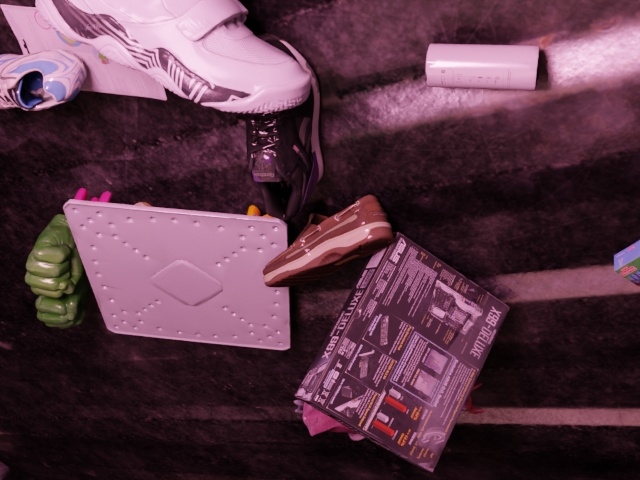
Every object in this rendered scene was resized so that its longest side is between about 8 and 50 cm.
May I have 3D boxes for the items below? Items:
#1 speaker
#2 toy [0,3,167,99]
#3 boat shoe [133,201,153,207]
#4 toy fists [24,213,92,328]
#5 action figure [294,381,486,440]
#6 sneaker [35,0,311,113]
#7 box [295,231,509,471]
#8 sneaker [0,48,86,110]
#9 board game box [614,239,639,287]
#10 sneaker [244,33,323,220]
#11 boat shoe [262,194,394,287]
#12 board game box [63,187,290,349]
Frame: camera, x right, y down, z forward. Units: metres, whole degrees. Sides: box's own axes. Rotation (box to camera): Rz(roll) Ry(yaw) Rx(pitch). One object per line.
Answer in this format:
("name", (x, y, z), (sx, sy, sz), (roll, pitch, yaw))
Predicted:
("speaker", (0.201, -0.215, 0.862), (0.136, 0.055, 0.055), (6, 138, 18))
("toy", (-0.334, -0.285, 1.019), (0.237, 0.056, 0.137), (12, 138, 20))
("boat shoe", (-0.373, -0.027, 1.329), (0.056, 0.049, 0.152), (43, 134, -20))
("toy fists", (-0.539, 0.082, 1.454), (0.096, 0.142, 0.279), (19, 141, 3))
("action figure", (0.147, 0.329, 1.345), (0.369, 0.248, 0.276), (-5, 134, 32))
("sneaker", (-0.163, -0.300, 0.818), (0.365, 0.137, 0.210), (25, 125, 6))
("box", (0.140, 0.178, 1.134), (0.242, 0.308, 0.076), (32, 165, -14))
("sneaker", (-0.449, -0.230, 1.039), (0.237, 0.086, 0.085), (-2, 135, 35))
("board game box", (0.566, 0.048, 1.006), (0.211, 0.039, 0.160), (30, 139, -11))
("sneaker", (-0.059, -0.149, 0.996), (0.107, 0.124, 0.283), (4, 137, 20))
("boat shoe", (0.005, 0.001, 1.161), (0.257, 0.095, 0.095), (-24, 160, 29))
("board game box", (-0.250, 0.066, 1.330), (0.389, 0.050, 0.390), (5, 139, 4))
